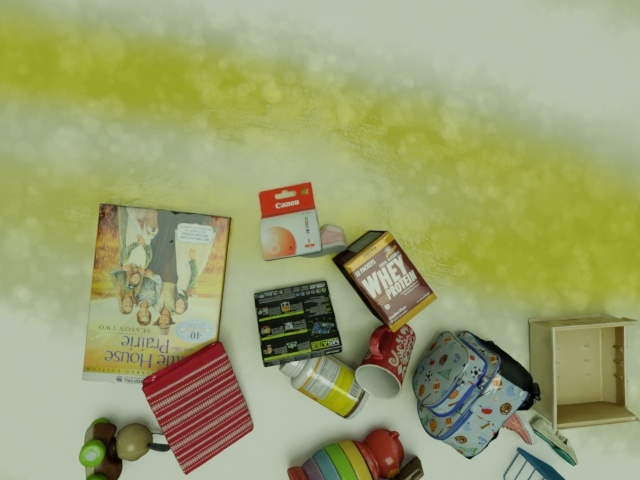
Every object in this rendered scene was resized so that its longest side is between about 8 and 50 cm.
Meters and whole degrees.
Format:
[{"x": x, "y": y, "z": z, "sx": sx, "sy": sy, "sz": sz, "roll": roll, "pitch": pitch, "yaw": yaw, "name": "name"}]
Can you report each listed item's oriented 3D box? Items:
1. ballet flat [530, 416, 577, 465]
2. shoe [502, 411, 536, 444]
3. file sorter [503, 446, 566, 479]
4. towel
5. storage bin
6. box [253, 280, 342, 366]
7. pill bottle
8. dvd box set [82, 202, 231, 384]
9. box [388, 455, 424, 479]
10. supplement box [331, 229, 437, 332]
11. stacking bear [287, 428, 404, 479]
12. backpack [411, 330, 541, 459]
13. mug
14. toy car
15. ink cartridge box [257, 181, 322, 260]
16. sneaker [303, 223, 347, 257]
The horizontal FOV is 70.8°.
[{"x": 0.651, "y": 0.548, "z": 1.233, "sx": 0.168, "sy": 0.057, "sz": 0.052, "roll": 42, "pitch": 77, "yaw": -7, "name": "ballet flat"}, {"x": 0.501, "y": 0.483, "z": 1.210, "sx": 0.081, "sy": 0.063, "sz": 0.178, "roll": -30, "pitch": 90, "yaw": -4, "name": "shoe"}, {"x": 0.579, "y": 0.650, "z": 1.169, "sx": 0.118, "sy": 0.170, "sz": 0.105, "roll": 31, "pitch": 90, "yaw": -7, "name": "file sorter"}, {"x": -0.280, "y": 0.392, "z": 1.063, "sx": 0.198, "sy": 0.031, "sz": 0.275, "roll": -26, "pitch": 113, "yaw": -27, "name": "towel"}, {"x": 0.703, "y": 0.340, "z": 1.197, "sx": 0.260, "sy": 0.123, "sz": 0.263, "roll": -3, "pitch": 92, "yaw": -6, "name": "storage bin"}, {"x": -0.057, "y": 0.198, "z": 1.091, "sx": 0.190, "sy": 0.045, "sz": 0.184, "roll": -10, "pitch": 57, "yaw": -7, "name": "box"}, {"x": 0.009, "y": 0.341, "z": 1.116, "sx": 0.215, "sy": 0.117, "sz": 0.117, "roll": 34, "pitch": 88, "yaw": -6, "name": "pill bottle"}, {"x": -0.391, "y": 0.134, "z": 1.089, "sx": 0.307, "sy": 0.062, "sz": 0.421, "roll": 7, "pitch": 91, "yaw": -7, "name": "dvd box set"}, {"x": 0.184, "y": 0.606, "z": 1.109, "sx": 0.164, "sy": 0.201, "sz": 0.021, "roll": -40, "pitch": 70, "yaw": -3, "name": "box"}, {"x": 0.145, "y": 0.088, "z": 1.086, "sx": 0.129, "sy": 0.194, "sz": 0.191, "roll": -37, "pitch": 95, "yaw": -4, "name": "supplement box"}, {"x": 0.079, "y": 0.573, "z": 1.115, "sx": 0.288, "sy": 0.164, "sz": 0.176, "roll": -22, "pitch": 127, "yaw": -17, "name": "stacking bear"}, {"x": 0.349, "y": 0.369, "z": 1.096, "sx": 0.213, "sy": 0.276, "sz": 0.264, "roll": 25, "pitch": 95, "yaw": -2, "name": "backpack"}, {"x": 0.171, "y": 0.271, "z": 1.090, "sx": 0.113, "sy": 0.169, "sz": 0.150, "roll": 24, "pitch": 130, "yaw": 13, "name": "mug"}, {"x": -0.449, "y": 0.494, "z": 1.058, "sx": 0.188, "sy": 0.155, "sz": 0.149, "roll": -4, "pitch": 92, "yaw": -19, "name": "toy car"}, {"x": -0.078, "y": -0.048, "z": 1.104, "sx": 0.145, "sy": 0.045, "sz": 0.180, "roll": -10, "pitch": 86, "yaw": 8, "name": "ink cartridge box"}, {"x": 0.000, "y": 0.000, "z": 1.143, "sx": 0.134, "sy": 0.051, "sz": 0.070, "roll": -11, "pitch": 60, "yaw": 12, "name": "sneaker"}]
